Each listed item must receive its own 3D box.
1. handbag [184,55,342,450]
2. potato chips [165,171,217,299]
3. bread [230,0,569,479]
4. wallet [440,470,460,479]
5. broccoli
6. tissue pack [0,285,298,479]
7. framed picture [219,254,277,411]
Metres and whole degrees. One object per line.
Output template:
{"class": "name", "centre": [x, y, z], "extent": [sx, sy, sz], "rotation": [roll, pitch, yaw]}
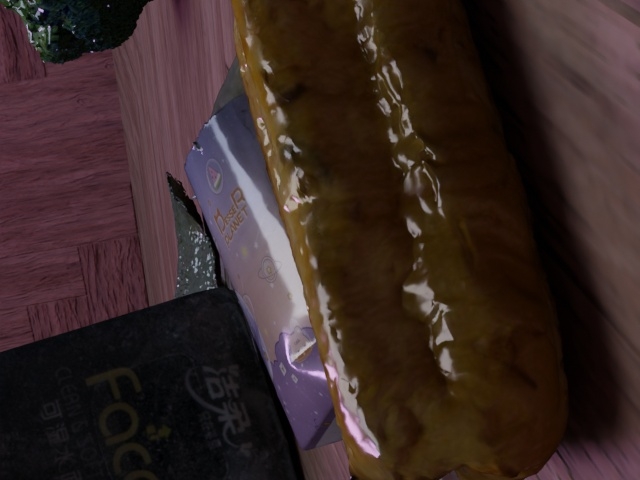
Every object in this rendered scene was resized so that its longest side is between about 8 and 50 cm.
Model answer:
{"class": "handbag", "centre": [0.000, 0.000, 0.496], "extent": [0.117, 0.095, 0.173], "rotation": [117, 134, -61]}
{"class": "potato chips", "centre": [-0.152, 0.027, 1.222], "extent": [0.228, 0.059, 0.167], "rotation": [-117, 30, -63]}
{"class": "bread", "centre": [0.024, -0.014, 0.375], "extent": [0.114, 0.083, 0.210], "rotation": [107, 151, -75]}
{"class": "wallet", "centre": [0.069, 0.188, 0.455], "extent": [0.095, 0.033, 0.189], "rotation": [115, 144, -71]}
{"class": "broccoli", "centre": [-0.276, -0.336, 1.120], "extent": [0.265, 0.245, 0.294], "rotation": [-76, 5, -75]}
{"class": "tissue pack", "centre": [-0.194, 0.192, 0.927], "extent": [0.103, 0.316, 0.227], "rotation": [120, 131, -67]}
{"class": "framed picture", "centre": [-0.075, 0.066, 1.042], "extent": [0.231, 0.010, 0.173], "rotation": [-116, 20, -51]}
